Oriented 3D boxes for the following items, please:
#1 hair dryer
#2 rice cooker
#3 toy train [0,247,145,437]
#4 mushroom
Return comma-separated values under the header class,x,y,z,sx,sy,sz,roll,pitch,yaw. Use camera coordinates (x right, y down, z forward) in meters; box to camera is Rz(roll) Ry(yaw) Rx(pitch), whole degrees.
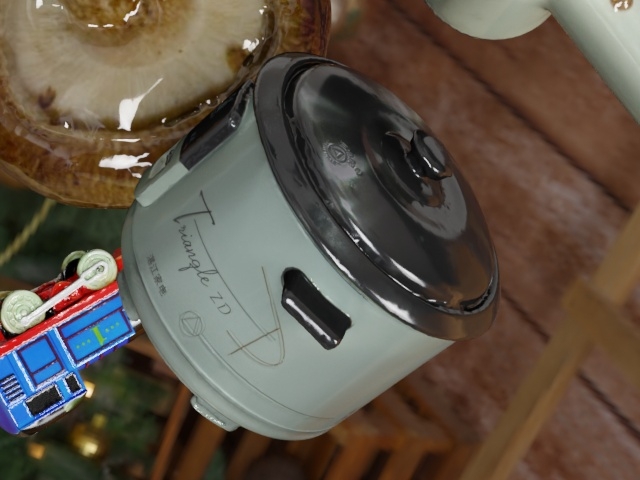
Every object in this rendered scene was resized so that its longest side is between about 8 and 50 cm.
class,x,y,z,sx,sy,sz,roll,pitch,yaw
hair dryer,0.219,-0.140,1.131,0.362,0.128,0.203,52,-19,4
rice cooker,0.000,0.000,1.134,0.241,0.227,0.280,46,28,-11
toy train,-0.252,0.091,1.581,0.204,0.131,0.082,-31,11,-24
mushroom,-0.172,-0.191,1.370,0.345,0.345,0.259,27,-8,7
